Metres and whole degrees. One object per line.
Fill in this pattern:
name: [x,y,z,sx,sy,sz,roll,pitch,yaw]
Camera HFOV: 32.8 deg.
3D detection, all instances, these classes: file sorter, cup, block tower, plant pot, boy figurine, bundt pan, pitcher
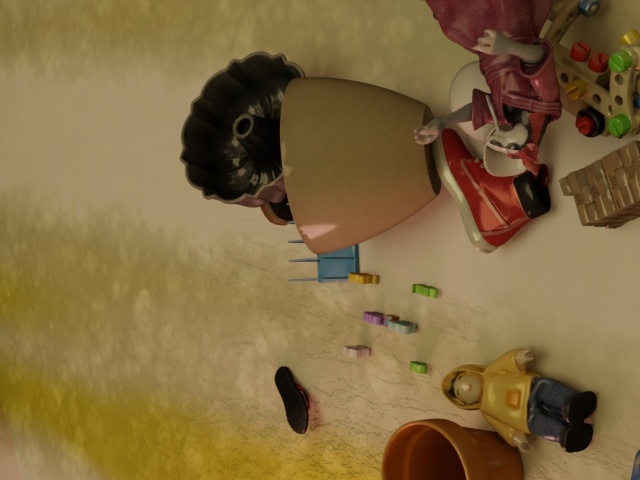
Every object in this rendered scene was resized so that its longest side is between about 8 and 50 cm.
file sorter: [0.000,0.000,2.219,0.118,0.104,0.170,-6,85,49]
cup: [0.090,-0.148,1.990,0.237,0.331,0.331,-5,85,16]
block tower: [0.521,-0.116,1.622,0.335,0.091,0.097,-29,67,46]
plant pot: [0.241,0.403,1.872,0.205,0.188,0.205,0,90,49]
boy figurine: [0.329,0.262,1.847,0.285,0.092,0.177,16,104,45]
bundt pan: [-0.122,-0.211,2.222,0.331,0.124,0.331,-13,65,30]
pitcher: [0.295,-0.236,1.822,0.207,0.125,0.178,-106,21,-49]

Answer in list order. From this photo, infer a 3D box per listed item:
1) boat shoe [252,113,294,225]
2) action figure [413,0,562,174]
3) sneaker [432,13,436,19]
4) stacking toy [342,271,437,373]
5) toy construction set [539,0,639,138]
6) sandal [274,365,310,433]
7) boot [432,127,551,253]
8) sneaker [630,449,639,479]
boat shoe: [-0.113,-0.155,2.362,0.104,0.110,0.307,-42,49,45]
action figure: [0.290,-0.278,1.659,0.248,0.275,0.370,-28,76,62]
sneaker: [0.300,-0.488,1.886,0.270,0.090,0.145,-21,73,44]
stacking toy: [0.131,0.158,2.106,0.221,0.052,0.167,11,98,48]
toy construction set: [0.431,-0.283,1.682,0.215,0.151,0.328,94,154,-44]
sandal: [-0.052,0.340,2.335,0.067,0.040,0.179,-57,36,25]
boot: [0.304,-0.124,1.890,0.176,0.088,0.244,-40,61,34]
sneaker: [0.459,0.462,1.664,0.147,0.129,0.330,23,107,45]
